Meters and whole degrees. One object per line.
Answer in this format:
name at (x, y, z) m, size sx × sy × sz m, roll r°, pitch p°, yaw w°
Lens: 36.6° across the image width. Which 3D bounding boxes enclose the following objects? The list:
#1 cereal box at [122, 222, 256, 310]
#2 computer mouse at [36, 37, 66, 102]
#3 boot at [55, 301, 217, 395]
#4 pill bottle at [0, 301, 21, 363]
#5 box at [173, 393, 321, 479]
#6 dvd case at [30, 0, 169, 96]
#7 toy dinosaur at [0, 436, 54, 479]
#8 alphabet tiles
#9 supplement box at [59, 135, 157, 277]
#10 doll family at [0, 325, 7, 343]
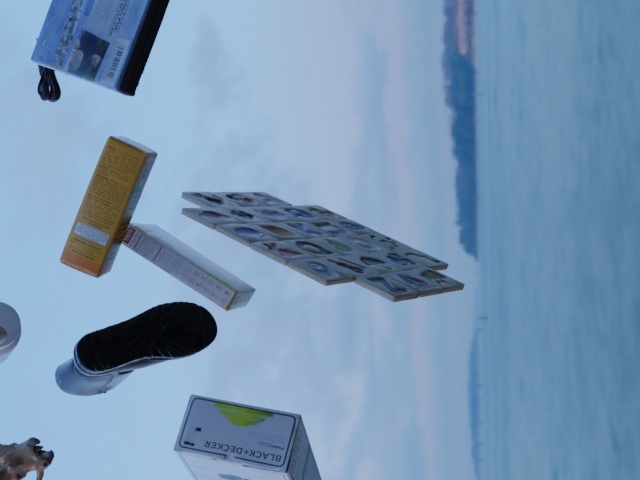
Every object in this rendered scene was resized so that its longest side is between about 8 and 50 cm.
cereal box at (-0.244, 0.047, 1.795) m, size 0.047 × 0.240 × 0.173 m, roll -59°, pitch -8°, yaw 4°
computer mouse at (-0.344, -0.268, 1.376) m, size 0.042 × 0.193 × 0.106 m, roll 2°, pitch -98°, yaw -46°
boot at (-0.317, 0.186, 1.638) m, size 0.207 × 0.246 × 0.094 m, roll -39°, pitch 69°, yaw 61°
pill bottle at (-0.468, 0.133, 1.373) m, size 0.137 × 0.078 × 0.078 m, roll 146°, pitch 131°, yaw -60°
box at (-0.098, 0.336, 1.437) m, size 0.290 × 0.169 × 0.087 m, roll 77°, pitch -155°, yaw -58°
dvd case at (-0.232, -0.260, 1.046) m, size 0.022 × 0.253 × 0.180 m, roll 19°, pitch -87°, yaw -39°
toy dinosaur at (-0.588, 0.345, 1.532) m, size 0.200 × 0.295 × 0.127 m, roll 58°, pitch -138°, yaw -29°
alphabet tiles at (0.000, 0.000, 1.227) m, size 0.285 × 0.342 × 0.011 m, roll -5°, pitch -64°, yaw -55°
supplement box at (-0.359, -0.059, 1.643) m, size 0.078 × 0.080 × 0.233 m, roll -54°, pitch -14°, yaw -82°
doll family at (-0.475, 0.094, 1.158) m, size 0.163 × 0.118 × 0.263 m, roll -43°, pitch -67°, yaw -59°
